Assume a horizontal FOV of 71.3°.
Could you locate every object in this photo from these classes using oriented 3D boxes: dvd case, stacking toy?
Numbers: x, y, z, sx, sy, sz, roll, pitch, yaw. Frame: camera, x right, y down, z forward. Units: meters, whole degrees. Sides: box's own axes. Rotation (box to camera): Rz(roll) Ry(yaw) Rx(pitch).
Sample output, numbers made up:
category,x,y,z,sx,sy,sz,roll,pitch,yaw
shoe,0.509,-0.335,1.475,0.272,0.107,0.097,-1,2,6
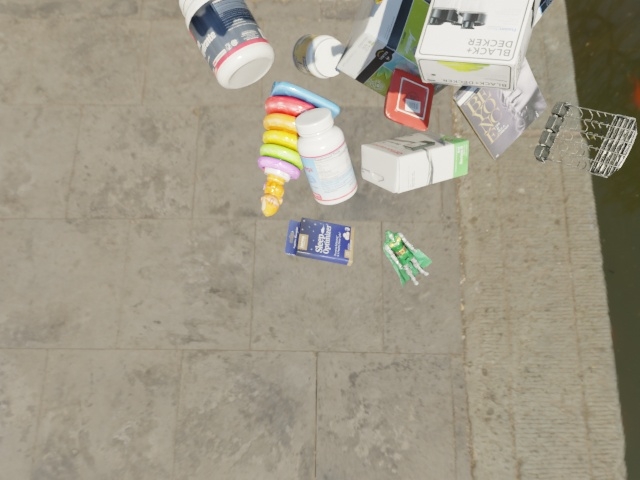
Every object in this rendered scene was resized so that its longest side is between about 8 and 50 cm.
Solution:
category,x,y,z,sx,sy,sz,roll,pitch,yaw
dvd case,0.392,-0.297,0.962,0.164,0.221,0.018,-47,40,9
stacking toy,-0.086,-0.202,1.059,0.165,0.175,0.302,19,86,-14

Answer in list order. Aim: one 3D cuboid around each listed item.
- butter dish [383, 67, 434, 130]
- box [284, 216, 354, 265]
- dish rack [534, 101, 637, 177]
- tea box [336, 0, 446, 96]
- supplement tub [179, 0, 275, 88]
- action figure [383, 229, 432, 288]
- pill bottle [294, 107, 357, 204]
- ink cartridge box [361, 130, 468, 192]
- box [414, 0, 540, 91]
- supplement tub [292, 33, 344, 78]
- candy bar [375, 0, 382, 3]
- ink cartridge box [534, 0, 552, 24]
category,x,y,z,sx,sy,sz,roll,pitch,yaw
butter dish,0.256,-0.426,1.395,0.160,0.118,0.160,12,84,-24
box,0.000,0.000,1.487,0.225,0.037,0.137,10,59,-7
dish rack,0.844,-0.322,1.429,0.271,0.074,0.209,31,111,40
tea box,0.276,-0.672,1.483,0.323,0.220,0.329,25,72,-16
supplement tub,-0.275,-0.610,1.317,0.191,0.191,0.272,-30,89,-6
action figure,0.272,0.049,1.461,0.137,0.063,0.232,-44,120,-5
pill bottle,0.008,-0.151,0.806,0.087,0.160,0.087,-13,37,10
ink cartridge box,0.307,-0.266,1.473,0.288,0.211,0.122,-17,119,-25
box,0.287,-0.416,0.767,0.169,0.087,0.290,16,86,24
supplement tub,-0.006,-0.669,1.621,0.144,0.144,0.199,-36,34,-7
candy bar,0.111,-0.387,0.650,0.018,0.161,0.040,-18,106,-14
ink cartridge box,0.536,-0.669,1.309,0.208,0.045,0.206,36,89,36
